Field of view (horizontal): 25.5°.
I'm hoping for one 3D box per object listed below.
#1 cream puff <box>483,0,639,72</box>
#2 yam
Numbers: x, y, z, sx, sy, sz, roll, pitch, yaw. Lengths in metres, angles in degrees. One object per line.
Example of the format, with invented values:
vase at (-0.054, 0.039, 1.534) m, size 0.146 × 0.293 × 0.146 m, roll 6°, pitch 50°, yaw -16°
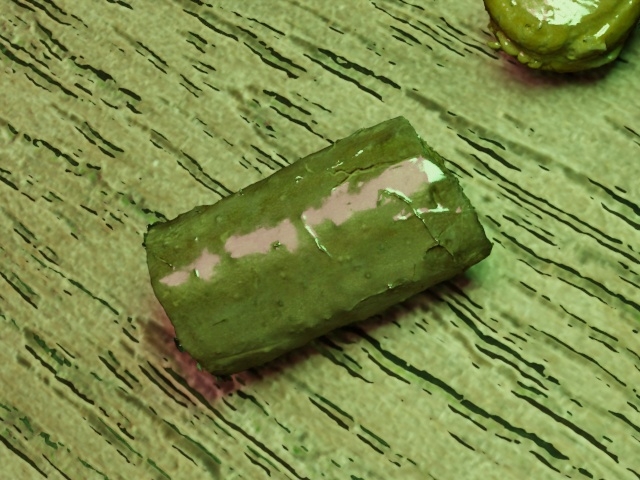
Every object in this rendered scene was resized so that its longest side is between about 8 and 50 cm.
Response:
cream puff at (0.187, -0.191, 1.067) m, size 0.126 × 0.103 × 0.144 m, roll 17°, pitch 77°, yaw 14°
yam at (0.000, 0.001, 1.052) m, size 0.238 × 0.129 × 0.128 m, roll -26°, pitch 63°, yaw 13°
